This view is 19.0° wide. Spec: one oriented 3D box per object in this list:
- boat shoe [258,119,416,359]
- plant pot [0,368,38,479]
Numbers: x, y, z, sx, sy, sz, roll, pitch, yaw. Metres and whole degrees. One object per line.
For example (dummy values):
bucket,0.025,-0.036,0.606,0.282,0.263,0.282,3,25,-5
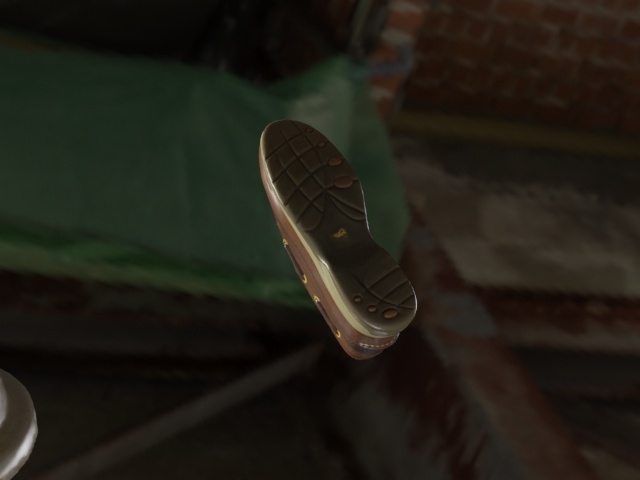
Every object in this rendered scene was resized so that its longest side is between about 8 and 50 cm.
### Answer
boat shoe,0.001,0.000,1.271,0.064,0.060,0.178,-11,-120,-31
plant pot,-0.311,-0.034,0.834,0.333,0.306,0.334,-6,-166,2
